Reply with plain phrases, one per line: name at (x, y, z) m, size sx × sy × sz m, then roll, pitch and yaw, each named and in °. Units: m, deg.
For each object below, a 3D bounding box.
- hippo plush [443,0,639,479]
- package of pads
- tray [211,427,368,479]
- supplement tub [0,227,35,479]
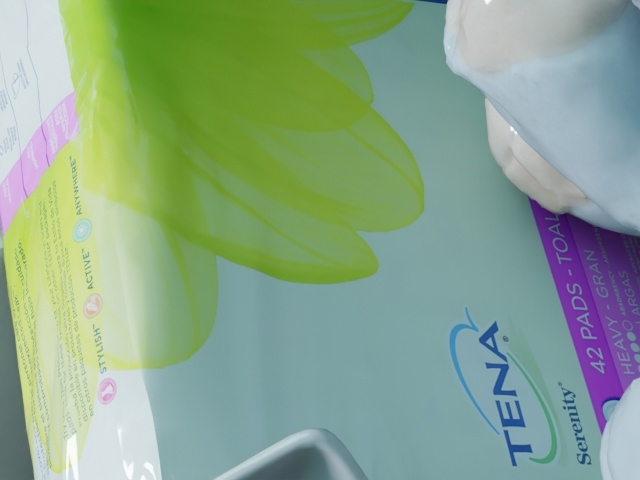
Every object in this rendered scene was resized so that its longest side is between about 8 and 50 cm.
hippo plush at (0.140, 0.035, 0.557) m, size 0.234 × 0.294 × 0.236 m, roll 4°, pitch 64°, yaw 28°
package of pads at (0.000, 0.000, 0.667) m, size 0.101 × 0.229 × 0.296 m, roll -53°, pitch 42°, yaw 46°
tray at (0.003, 0.181, 0.551) m, size 0.145 × 0.270 × 0.030 m, roll -30°, pitch 24°, yaw 5°
supplement tub at (-0.247, 0.040, 0.785) m, size 0.316 × 0.228 × 0.228 m, roll 24°, pitch 71°, yaw 37°
